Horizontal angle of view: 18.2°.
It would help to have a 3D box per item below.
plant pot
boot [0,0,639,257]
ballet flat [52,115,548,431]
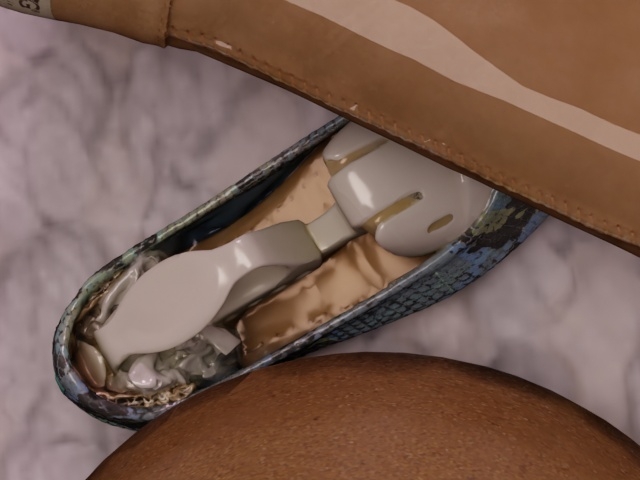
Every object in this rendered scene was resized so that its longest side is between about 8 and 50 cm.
[{"bbox_3d":[0.000,0.165,0.465,0.237,0.254,0.237,1,97,8],"label":"plant pot"},{"bbox_3d":[0.036,-0.120,0.582,0.269,0.089,0.236,18,68,1],"label":"boot"},{"bbox_3d":[0.000,0.000,0.593,0.188,0.070,0.070,-35,80,8],"label":"ballet flat"}]
